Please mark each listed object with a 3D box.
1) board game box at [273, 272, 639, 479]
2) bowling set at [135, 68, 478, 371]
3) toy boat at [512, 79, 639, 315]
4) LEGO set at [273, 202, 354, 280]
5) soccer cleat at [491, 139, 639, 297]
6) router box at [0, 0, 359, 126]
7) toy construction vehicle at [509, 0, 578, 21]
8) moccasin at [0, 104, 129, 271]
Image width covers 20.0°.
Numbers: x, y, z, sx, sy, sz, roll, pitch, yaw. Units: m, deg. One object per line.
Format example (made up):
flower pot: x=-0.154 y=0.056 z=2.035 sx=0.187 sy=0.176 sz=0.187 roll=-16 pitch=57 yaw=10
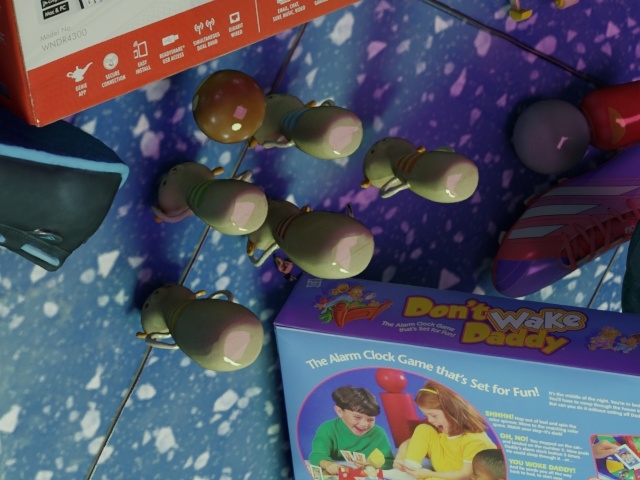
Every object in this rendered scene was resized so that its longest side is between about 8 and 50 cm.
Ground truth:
board game box: x=0.146 y=0.161 z=1.506 sx=0.078 sy=0.347 sz=0.233 roll=-60 pitch=151 yaw=-50
bowling set: x=-0.041 y=-0.056 z=1.380 sx=0.287 sy=0.154 sz=0.200 roll=-34 pitch=113 yaw=-19
toy boat: x=0.286 y=-0.002 z=1.547 sx=0.148 sy=0.318 sz=0.267 roll=-18 pitch=150 yaw=-12
LEGO set: x=0.000 y=0.002 z=1.506 sx=0.054 sy=0.023 sz=0.083 roll=35 pitch=89 yaw=-46
soccer cleat: x=0.265 y=-0.022 z=1.667 sx=0.248 sy=0.095 sz=0.083 roll=-35 pitch=132 yaw=-21
router box: x=-0.092 y=-0.274 z=1.225 sx=0.335 sy=0.082 sz=0.301 roll=-25 pitch=128 yaw=-27
toy construction vehicle: x=0.193 y=-0.240 z=1.529 sx=0.086 sy=0.035 sz=0.098 roll=-29 pitch=134 yaw=-39
moccasin: x=-0.269 y=-0.032 z=1.179 sx=0.342 sy=0.138 sz=0.117 roll=13 pitch=109 yaw=-43
